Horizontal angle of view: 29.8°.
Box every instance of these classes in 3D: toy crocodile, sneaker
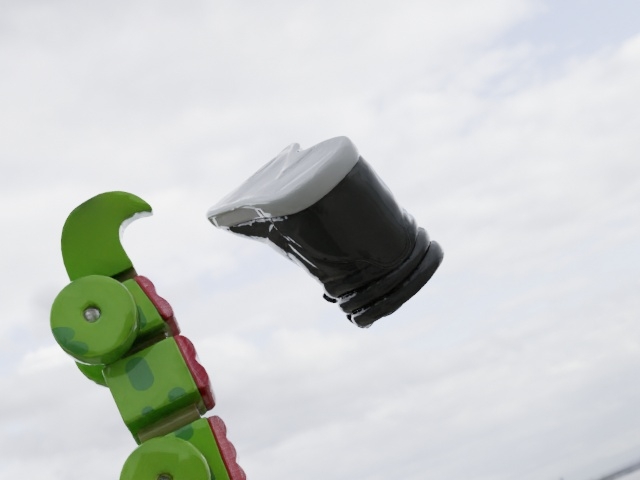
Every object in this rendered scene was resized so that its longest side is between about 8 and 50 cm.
[{"bbox_3d":[-0.120,0.122,0.912,0.105,0.340,0.115,-24,-18,-8],"label":"toy crocodile"},{"bbox_3d":[0.000,0.000,0.988,0.104,0.147,0.296,-42,13,-13],"label":"sneaker"}]
